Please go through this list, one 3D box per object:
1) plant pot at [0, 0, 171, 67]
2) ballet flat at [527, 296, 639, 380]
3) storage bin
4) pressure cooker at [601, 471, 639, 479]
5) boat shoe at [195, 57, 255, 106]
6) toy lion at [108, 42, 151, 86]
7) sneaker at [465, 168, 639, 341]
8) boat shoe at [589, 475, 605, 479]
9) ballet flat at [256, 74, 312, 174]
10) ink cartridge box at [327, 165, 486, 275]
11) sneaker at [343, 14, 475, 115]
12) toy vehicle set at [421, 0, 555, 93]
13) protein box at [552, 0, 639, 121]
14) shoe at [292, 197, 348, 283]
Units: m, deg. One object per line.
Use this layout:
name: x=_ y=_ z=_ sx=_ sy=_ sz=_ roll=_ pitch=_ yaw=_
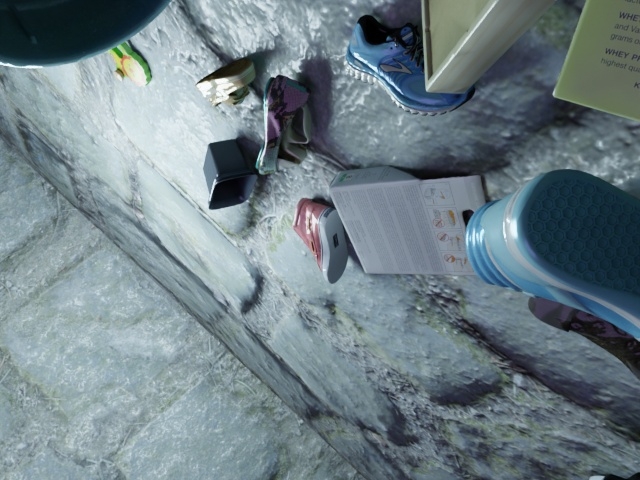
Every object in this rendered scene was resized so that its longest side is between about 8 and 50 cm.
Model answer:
plant pot: x=-0.367 y=-0.443 z=0.574 sx=0.334 sy=0.341 sz=0.341 roll=50 pitch=153 yaw=4
ballet flat: x=0.375 y=0.116 z=0.618 sx=0.250 sy=0.058 sz=0.084 roll=30 pitch=128 yaw=15
storage bin: x=-0.180 y=-0.133 z=0.987 sx=0.091 sy=0.098 sz=0.135 roll=69 pitch=156 yaw=13
pressure cooker: x=0.516 y=0.499 z=0.612 sx=0.376 sy=0.369 sz=0.420 roll=23 pitch=167 yaw=-33
boat shoe: x=-0.141 y=-0.244 z=0.804 sx=0.170 sy=0.063 sz=0.059 roll=17 pitch=146 yaw=57
toy lion: x=-0.384 y=-0.356 z=1.009 sx=0.096 sy=0.034 sz=0.100 roll=15 pitch=141 yaw=32
sneaker: x=0.304 y=0.036 z=0.548 sx=0.319 sy=0.127 sz=0.208 roll=32 pitch=174 yaw=-6
boat shoe: x=0.581 y=0.547 z=0.851 sx=0.335 sy=0.119 sz=0.121 roll=43 pitch=153 yaw=2
ballet flat: x=-0.055 y=-0.163 z=0.794 sx=0.079 sy=0.076 sz=0.221 roll=22 pitch=150 yaw=0
ink cartridge box: x=0.143 y=-0.028 z=0.749 sx=0.225 sy=0.056 sz=0.181 roll=-3 pitch=129 yaw=31
sneaker: x=0.094 y=-0.194 z=0.550 sx=0.162 sy=0.063 sz=0.073 roll=33 pitch=147 yaw=20
toy vehicle set: x=0.120 y=-0.222 z=0.310 sx=0.267 sy=0.035 sz=0.165 roll=135 pitch=134 yaw=-80
protein box: x=0.265 y=-0.155 z=0.245 sx=0.200 sy=0.136 sz=0.201 roll=28 pitch=134 yaw=28
shoe: x=0.000 y=0.000 z=0.949 sx=0.081 sy=0.063 sz=0.178 roll=27 pitch=143 yaw=32
